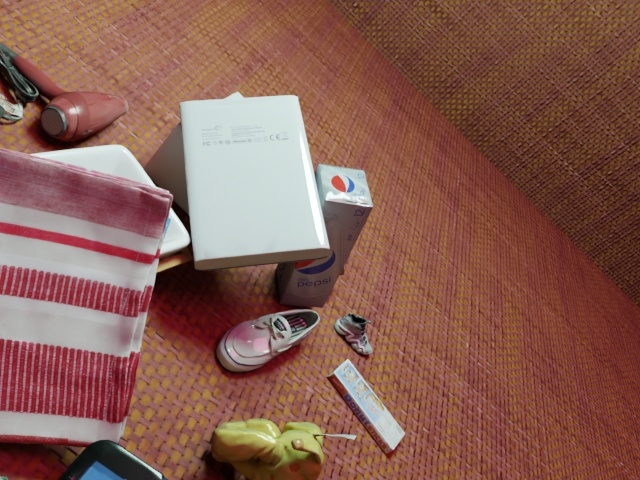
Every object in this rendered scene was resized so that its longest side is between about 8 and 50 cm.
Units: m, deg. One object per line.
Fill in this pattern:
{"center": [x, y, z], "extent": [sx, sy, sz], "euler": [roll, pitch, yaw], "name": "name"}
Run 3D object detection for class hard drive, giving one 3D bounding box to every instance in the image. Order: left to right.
{"center": [-0.117, -0.105, 1.149], "extent": [0.210, 0.040, 0.318], "euler": [-6, 60, -10], "name": "hard drive"}

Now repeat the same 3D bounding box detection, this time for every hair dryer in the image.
{"center": [-0.461, -0.264, 1.183], "extent": [0.294, 0.080, 0.223], "euler": [17, 42, -42], "name": "hair dryer"}

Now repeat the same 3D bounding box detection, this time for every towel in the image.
{"center": [-0.317, 0.072, 0.801], "extent": [0.237, 0.037, 0.328], "euler": [13, 84, -27], "name": "towel"}

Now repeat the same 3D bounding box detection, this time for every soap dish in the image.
{"center": [-0.352, -0.018, 1.005], "extent": [0.229, 0.118, 0.291], "euler": [53, 30, 8], "name": "soap dish"}

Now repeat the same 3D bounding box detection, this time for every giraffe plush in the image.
{"center": [-0.054, 0.348, 0.958], "extent": [0.181, 0.210, 0.170], "euler": [16, 75, -59], "name": "giraffe plush"}

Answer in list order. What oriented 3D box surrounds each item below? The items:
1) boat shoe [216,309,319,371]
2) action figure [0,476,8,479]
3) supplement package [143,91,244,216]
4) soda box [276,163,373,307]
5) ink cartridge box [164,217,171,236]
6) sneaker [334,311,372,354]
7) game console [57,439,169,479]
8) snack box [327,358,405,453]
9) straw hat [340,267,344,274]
{"center": [-0.086, 0.157, 1.190], "extent": [0.083, 0.076, 0.226], "euler": [54, 31, 10], "name": "boat shoe"}
{"center": [-0.378, 0.287, 0.690], "extent": [0.232, 0.063, 0.137], "euler": [1, 51, -56], "name": "action figure"}
{"center": [-0.205, -0.173, 1.347], "extent": [0.134, 0.139, 0.244], "euler": [45, 31, -4], "name": "supplement package"}
{"center": [0.000, 0.000, 1.264], "extent": [0.091, 0.286, 0.098], "euler": [8, 45, -18], "name": "soda box"}
{"center": [-0.273, -0.023, 0.902], "extent": [0.122, 0.089, 0.052], "euler": [32, 48, -26], "name": "ink cartridge box"}
{"center": [0.083, 0.183, 1.383], "extent": [0.098, 0.069, 0.038], "euler": [41, 32, -12], "name": "sneaker"}
{"center": [-0.192, 0.342, 0.649], "extent": [0.173, 0.250, 0.293], "euler": [52, 46, -17], "name": "game console"}
{"center": [0.087, 0.309, 1.292], "extent": [0.178, 0.022, 0.064], "euler": [52, 31, 6], "name": "snack box"}
{"center": [-0.021, 0.034, 1.424], "extent": [0.061, 0.144, 0.144], "euler": [-40, 88, -19], "name": "straw hat"}
